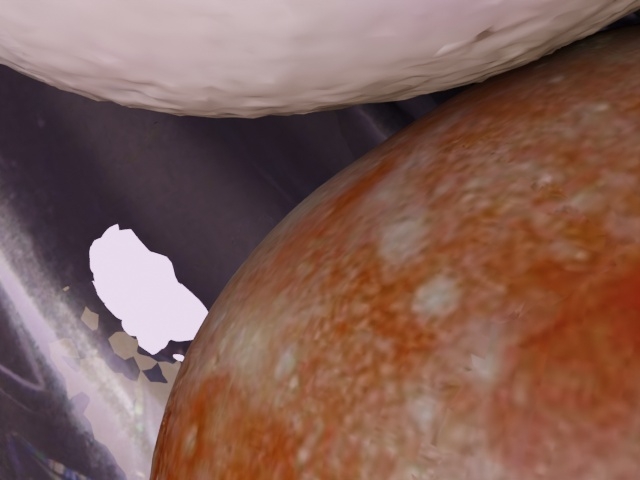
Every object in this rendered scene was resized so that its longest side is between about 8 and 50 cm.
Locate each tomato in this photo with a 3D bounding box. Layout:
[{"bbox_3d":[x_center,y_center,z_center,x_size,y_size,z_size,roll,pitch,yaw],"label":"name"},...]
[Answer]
[{"bbox_3d":[0.099,0.078,0.429,0.270,0.270,0.222,50,167,-8],"label":"tomato"}]

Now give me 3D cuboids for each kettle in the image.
[{"bbox_3d":[0.000,0.000,0.621,0.321,0.228,0.324,-38,95,21],"label":"kettle"}]

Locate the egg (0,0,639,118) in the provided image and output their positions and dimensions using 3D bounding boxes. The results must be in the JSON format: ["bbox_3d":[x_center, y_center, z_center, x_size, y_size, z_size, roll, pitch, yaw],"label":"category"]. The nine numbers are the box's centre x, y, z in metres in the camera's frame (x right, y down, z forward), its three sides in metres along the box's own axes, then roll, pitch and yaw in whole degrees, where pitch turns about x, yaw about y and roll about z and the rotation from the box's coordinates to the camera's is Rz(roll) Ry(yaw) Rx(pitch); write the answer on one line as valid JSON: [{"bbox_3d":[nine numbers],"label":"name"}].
[{"bbox_3d":[0.001,-0.139,0.432,0.337,0.337,0.201,17,145,26],"label":"egg"}]
